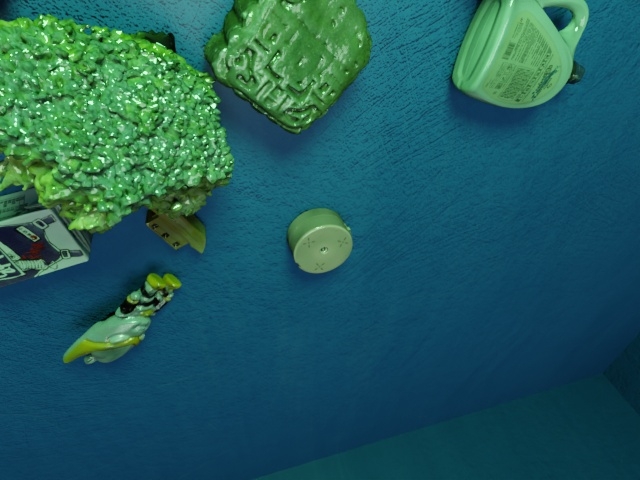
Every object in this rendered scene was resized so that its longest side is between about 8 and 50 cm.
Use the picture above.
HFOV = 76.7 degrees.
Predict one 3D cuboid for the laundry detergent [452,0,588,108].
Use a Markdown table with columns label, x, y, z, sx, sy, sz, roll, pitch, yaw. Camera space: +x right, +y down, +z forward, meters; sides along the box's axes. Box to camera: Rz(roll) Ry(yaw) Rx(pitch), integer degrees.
| label | x | y | z | sx | sy | sz | roll | pitch | yaw |
| --- | --- | --- | --- | --- | --- | --- | --- | --- | --- |
| laundry detergent | 0.420 | -0.368 | 0.797 | 0.280 | 0.105 | 0.215 | 0 | 128 | -20 |

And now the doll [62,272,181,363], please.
| label | x | y | z | sx | sy | sz | roll | pitch | yaw |
| --- | --- | --- | --- | --- | --- | --- | --- | --- | --- |
| doll | -0.458 | 0.196 | 0.965 | 0.103 | 0.145 | 0.316 | 43 | 102 | -3 |

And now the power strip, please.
| label | x | y | z | sx | sy | sz | roll | pitch | yaw |
| --- | --- | --- | --- | --- | --- | --- | --- | --- | --- |
| power strip | 0.000 | 0.000 | 0.980 | 0.154 | 0.078 | 0.154 | -11 | 130 | -13 |

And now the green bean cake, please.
| label | x | y | z | sx | sy | sz | roll | pitch | yaw |
| --- | --- | --- | --- | --- | --- | --- | --- | --- | --- |
| green bean cake | -0.048 | -0.315 | 0.654 | 0.222 | 0.125 | 0.227 | 29 | 110 | -39 |

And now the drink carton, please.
| label | x | y | z | sx | sy | sz | roll | pitch | yaw |
| --- | --- | --- | --- | --- | --- | --- | --- | --- | --- |
| drink carton | -0.560 | -0.005 | 0.743 | 0.222 | 0.102 | 0.134 | -18 | 132 | -8 |

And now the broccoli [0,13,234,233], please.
| label | x | y | z | sx | sy | sz | roll | pitch | yaw |
| --- | --- | --- | --- | --- | --- | --- | --- | --- | --- |
| broccoli | -0.293 | -0.156 | 0.596 | 0.338 | 0.317 | 0.277 | -27 | 96 | -18 |

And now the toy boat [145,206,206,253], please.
| label | x | y | z | sx | sy | sz | roll | pitch | yaw |
| --- | --- | --- | --- | --- | --- | --- | --- | --- | --- |
| toy boat | -0.312 | -0.043 | 0.836 | 0.077 | 0.057 | 0.200 | -25 | 135 | 10 |
